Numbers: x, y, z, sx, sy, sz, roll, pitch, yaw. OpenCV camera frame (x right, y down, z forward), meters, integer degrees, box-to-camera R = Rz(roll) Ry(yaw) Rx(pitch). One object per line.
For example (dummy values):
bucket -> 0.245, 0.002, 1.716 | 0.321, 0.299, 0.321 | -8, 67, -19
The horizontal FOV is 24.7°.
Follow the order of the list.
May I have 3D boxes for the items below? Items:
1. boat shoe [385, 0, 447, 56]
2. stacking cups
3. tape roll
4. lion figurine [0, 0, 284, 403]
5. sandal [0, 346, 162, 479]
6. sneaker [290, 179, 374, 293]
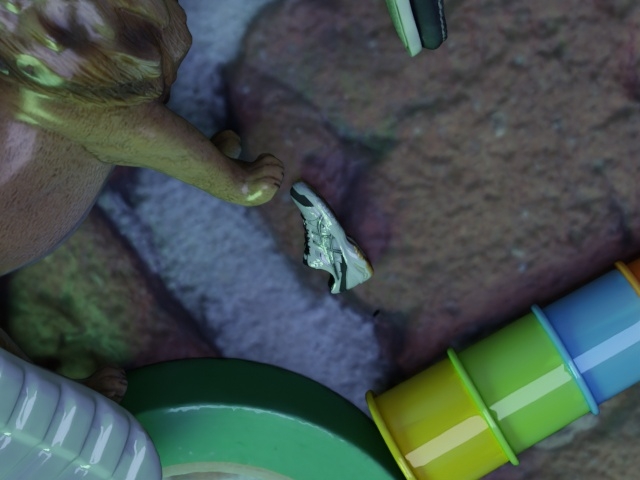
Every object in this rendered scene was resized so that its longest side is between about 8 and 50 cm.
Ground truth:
boat shoe -> 0.061, -0.224, 0.855 | 0.079, 0.084, 0.233 | -7, 107, -2
stacking cups -> 0.186, 0.064, 0.958 | 0.316, 0.096, 0.096 | -30, 109, 6
tape roll -> -0.077, 0.242, 1.007 | 0.321, 0.077, 0.321 | -2, 108, -5
lion figurine -> -0.187, -0.030, 0.861 | 0.240, 0.142, 0.392 | 31, 96, -29
sandal -> -0.262, 0.075, 0.786 | 0.169, 0.102, 0.416 | -52, 127, -7
sneaker -> 0.000, 0.000, 0.953 | 0.037, 0.032, 0.083 | -33, 108, 6
